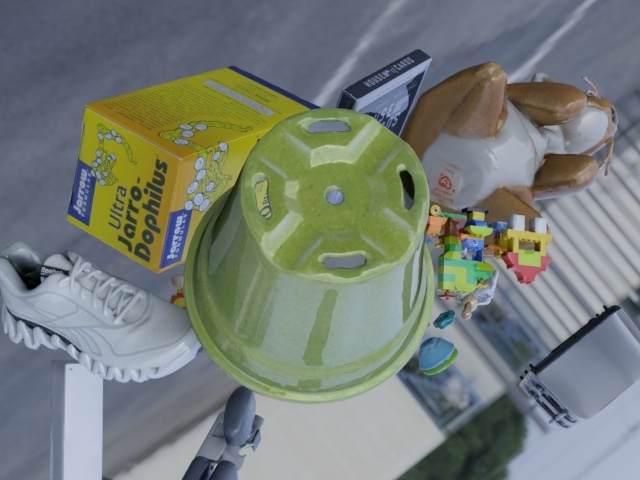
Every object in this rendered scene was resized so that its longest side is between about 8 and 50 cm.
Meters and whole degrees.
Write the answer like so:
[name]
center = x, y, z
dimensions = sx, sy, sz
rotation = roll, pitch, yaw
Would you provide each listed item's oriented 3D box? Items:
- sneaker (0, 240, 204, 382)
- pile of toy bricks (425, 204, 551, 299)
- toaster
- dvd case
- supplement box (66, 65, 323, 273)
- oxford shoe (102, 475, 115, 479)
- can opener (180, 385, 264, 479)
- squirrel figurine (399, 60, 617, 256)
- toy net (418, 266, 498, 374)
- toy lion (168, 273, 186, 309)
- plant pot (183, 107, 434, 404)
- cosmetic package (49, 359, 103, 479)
[sneaker]
center = -0.259, 0.077, 1.642
dimensions = 0.110, 0.292, 0.118
rotation = -49, 141, -42
[pile of toy bricks]
center = 0.165, 0.021, 1.744
dimensions = 0.212, 0.105, 0.118
rotation = 7, 168, -22
[toaster]
center = 0.382, 0.178, 2.028
dimensions = 0.185, 0.110, 0.168
rotation = -38, 169, -7
[dvd case]
center = 0.045, -0.109, 1.766
dimensions = 0.179, 0.029, 0.239
rotation = -35, 154, -49
[supplement box]
center = -0.187, -0.118, 2.202
dimensions = 0.356, 0.195, 0.194
rotation = -25, 136, -51
[oxford shoe]
center = -0.336, 0.409, 2.158
dimensions = 0.348, 0.130, 0.123
rotation = -20, -156, 49
[can opener]
center = -0.157, 0.315, 2.011
dimensions = 0.283, 0.076, 0.095
rotation = -60, 149, -51
[squirrel figurine]
center = 0.268, -0.142, 2.267
dimensions = 0.397, 0.281, 0.370
rotation = -19, -172, 42
[toy net]
center = 0.225, 0.135, 2.429
dimensions = 0.232, 0.045, 0.122
rotation = -45, -162, -27
[toy lion]
center = -0.194, 0.102, 2.212
dimensions = 0.034, 0.100, 0.096
rotation = -11, 109, -52
[plant pot]
center = 0.000, 0.000, 1.449
dimensions = 0.276, 0.276, 0.254
rotation = -35, 166, -17
[cosmetic package]
center = -0.349, 0.292, 2.061
dimensions = 0.060, 0.239, 0.099
rotation = 1, 179, -20
